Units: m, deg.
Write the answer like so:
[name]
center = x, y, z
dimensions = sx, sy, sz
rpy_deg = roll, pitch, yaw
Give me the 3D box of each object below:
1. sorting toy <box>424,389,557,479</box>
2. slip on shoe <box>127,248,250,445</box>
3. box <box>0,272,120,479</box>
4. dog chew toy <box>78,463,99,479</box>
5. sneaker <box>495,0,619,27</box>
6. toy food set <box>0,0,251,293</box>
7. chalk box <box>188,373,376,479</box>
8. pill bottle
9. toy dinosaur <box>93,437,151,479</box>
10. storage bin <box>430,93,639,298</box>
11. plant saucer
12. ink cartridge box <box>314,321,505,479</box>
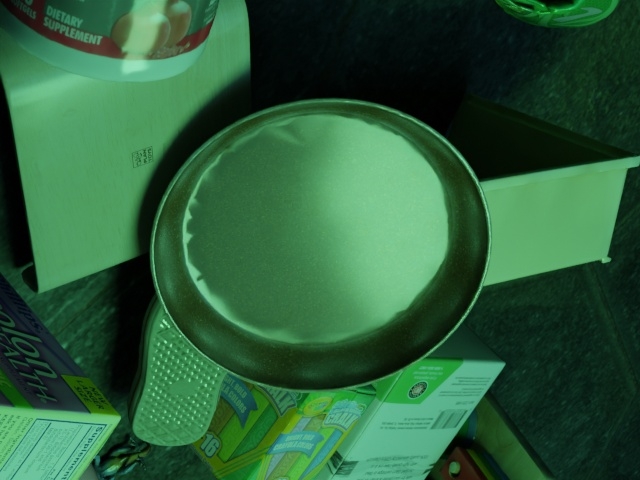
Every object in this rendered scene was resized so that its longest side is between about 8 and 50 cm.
[sorting toy]
center = 0.149, 0.324, 2.259
dimensions = 0.089, 0.255, 0.257
rpy_deg = 17, 114, -36
[slip on shoe]
center = -0.124, 0.083, 1.749
dimensions = 0.123, 0.101, 0.331
rpy_deg = 9, 140, -14
[box]
center = -0.332, 0.117, 1.477
dimensions = 0.117, 0.213, 0.243
rpy_deg = -54, 147, 14
[dog chew toy]
center = -0.323, 0.314, 1.743
dimensions = 0.207, 0.206, 0.332
rpy_deg = -27, 152, -27
[sneaker]
center = 0.232, -0.265, 1.786
dimensions = 0.295, 0.123, 0.109
rpy_deg = 12, 117, -55
[toy food set]
center = -0.178, -0.101, 1.549
dimensions = 0.220, 0.092, 0.306
rpy_deg = -21, 139, -19
[chalk box]
center = -0.040, 0.170, 1.958
dimensions = 0.132, 0.132, 0.213
rpy_deg = 14, 114, -55
[pill bottle]
center = -0.132, -0.291, 1.283
dimensions = 0.176, 0.176, 0.318
rpy_deg = -15, 137, -40
[toy dinosaur]
center = -0.232, 0.257, 1.923
dimensions = 0.082, 0.047, 0.090
rpy_deg = -32, 161, 12
[storage bin]
center = 0.138, -0.057, 1.794
dimensions = 0.262, 0.260, 0.123
rpy_deg = -11, 117, -43
[plant saucer]
center = 0.000, 0.000, 1.592
dimensions = 0.311, 0.050, 0.310
rpy_deg = -2, 122, -4
[ink cartridge box]
center = 0.061, 0.224, 2.144
dimensions = 0.211, 0.121, 0.289
rpy_deg = 7, 121, -52
